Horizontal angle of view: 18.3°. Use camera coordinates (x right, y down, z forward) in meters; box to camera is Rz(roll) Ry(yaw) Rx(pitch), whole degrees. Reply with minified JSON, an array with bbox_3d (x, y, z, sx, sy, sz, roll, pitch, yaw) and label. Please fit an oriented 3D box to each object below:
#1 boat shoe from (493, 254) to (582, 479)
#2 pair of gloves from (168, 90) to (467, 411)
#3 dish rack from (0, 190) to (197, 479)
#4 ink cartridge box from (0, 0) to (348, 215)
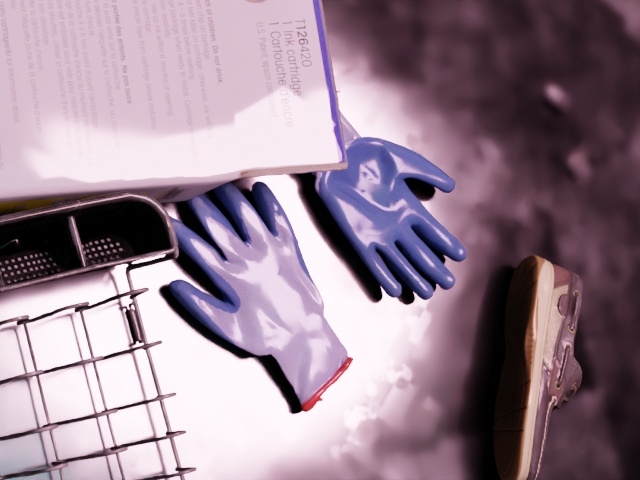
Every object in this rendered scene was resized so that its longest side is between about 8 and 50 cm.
[{"bbox_3d":[0.146,0.086,1.286,0.049,0.056,0.152,12,76,-16],"label":"boat shoe"},{"bbox_3d":[0.000,0.000,1.256,0.198,0.023,0.159,-42,101,-23],"label":"pair of gloves"},{"bbox_3d":[-0.161,0.123,1.133,0.208,0.074,0.271,-13,87,-25],"label":"dish rack"},{"bbox_3d":[-0.157,-0.169,1.190,0.307,0.072,0.303,-4,80,-26],"label":"ink cartridge box"}]
